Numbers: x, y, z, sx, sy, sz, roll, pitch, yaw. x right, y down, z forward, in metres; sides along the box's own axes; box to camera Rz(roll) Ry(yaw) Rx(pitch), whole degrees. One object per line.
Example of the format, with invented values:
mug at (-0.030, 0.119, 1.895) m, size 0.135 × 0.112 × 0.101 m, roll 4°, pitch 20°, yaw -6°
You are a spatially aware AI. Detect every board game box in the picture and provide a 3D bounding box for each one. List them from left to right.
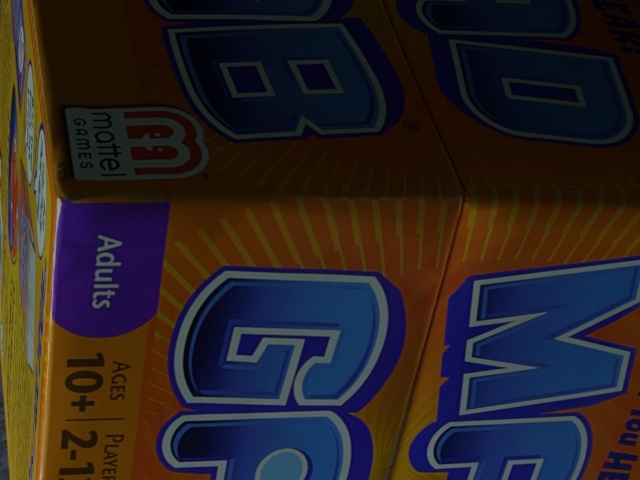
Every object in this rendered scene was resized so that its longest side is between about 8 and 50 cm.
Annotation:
board game box at (0.000, 0.000, 0.914) m, size 0.356 × 0.356 × 0.356 m, roll -107°, pitch 22°, yaw -47°
